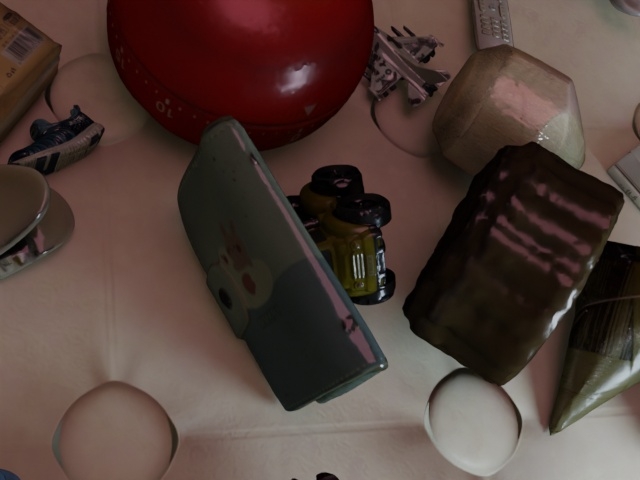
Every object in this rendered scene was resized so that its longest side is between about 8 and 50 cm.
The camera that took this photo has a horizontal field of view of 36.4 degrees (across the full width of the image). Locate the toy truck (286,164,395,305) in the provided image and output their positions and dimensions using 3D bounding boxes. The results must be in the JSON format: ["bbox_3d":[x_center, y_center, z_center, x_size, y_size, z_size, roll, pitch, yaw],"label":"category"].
[{"bbox_3d":[0.000,0.000,1.305,0.165,0.224,0.147,-12,114,-13],"label":"toy truck"}]

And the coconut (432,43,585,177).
[{"bbox_3d":[0.298,-0.174,1.496,0.234,0.224,0.224,31,59,-11],"label":"coconut"}]

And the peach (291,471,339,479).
[{"bbox_3d":[0.041,0.458,1.110,0.362,0.201,0.257,40,22,-15],"label":"peach"}]

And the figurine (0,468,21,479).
[{"bbox_3d":[-0.426,0.277,1.051,0.180,0.154,0.262,16,65,0],"label":"figurine"}]

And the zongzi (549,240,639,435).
[{"bbox_3d":[0.500,0.164,1.403,0.289,0.154,0.317,8,69,29],"label":"zongzi"}]

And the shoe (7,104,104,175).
[{"bbox_3d":[-0.364,-0.135,1.319,0.143,0.064,0.071,-36,82,-33],"label":"shoe"}]

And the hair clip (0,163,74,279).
[{"bbox_3d":[-0.450,-0.023,1.217,0.282,0.113,0.172,-15,71,-20],"label":"hair clip"}]

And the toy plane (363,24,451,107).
[{"bbox_3d":[0.111,-0.301,1.571,0.234,0.082,0.160,40,68,19],"label":"toy plane"}]

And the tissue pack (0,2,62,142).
[{"bbox_3d":[-0.480,-0.221,1.303,0.186,0.090,0.222,31,61,-6],"label":"tissue pack"}]

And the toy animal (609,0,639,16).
[{"bbox_3d":[0.515,-0.559,1.795,0.325,0.154,0.208,52,36,-14],"label":"toy animal"}]

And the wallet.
[{"bbox_3d":[-0.071,0.044,1.230,0.083,0.252,0.360,-25,79,-31],"label":"wallet"}]

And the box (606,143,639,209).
[{"bbox_3d":[0.591,-0.128,1.680,0.198,0.029,0.109,-33,80,-30],"label":"box"}]

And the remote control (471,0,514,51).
[{"bbox_3d":[0.290,-0.385,1.690,0.073,0.044,0.229,12,54,-18],"label":"remote control"}]

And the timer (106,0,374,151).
[{"bbox_3d":[-0.109,-0.316,1.377,0.378,0.279,0.378,9,60,-17],"label":"timer"}]

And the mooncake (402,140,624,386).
[{"bbox_3d":[0.254,0.024,1.324,0.187,0.324,0.324,32,59,4],"label":"mooncake"}]
